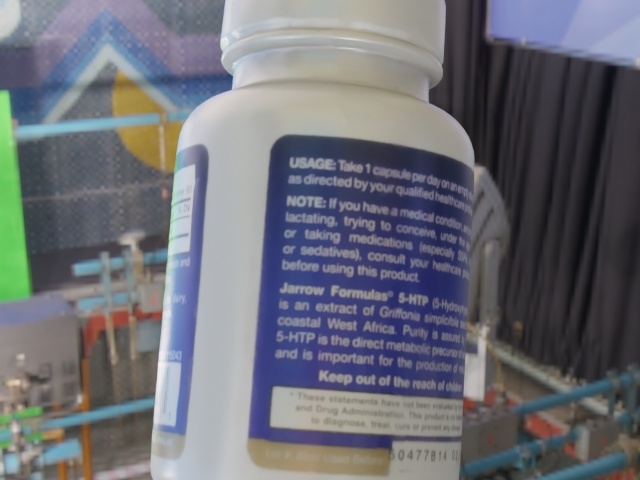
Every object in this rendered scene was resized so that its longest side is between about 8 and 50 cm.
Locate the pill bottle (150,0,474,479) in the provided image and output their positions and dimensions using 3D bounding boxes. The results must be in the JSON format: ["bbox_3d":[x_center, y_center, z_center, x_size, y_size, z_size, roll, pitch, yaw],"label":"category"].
[{"bbox_3d":[0.000,0.000,0.411,0.112,0.187,0.112,4,173,1],"label":"pill bottle"}]
